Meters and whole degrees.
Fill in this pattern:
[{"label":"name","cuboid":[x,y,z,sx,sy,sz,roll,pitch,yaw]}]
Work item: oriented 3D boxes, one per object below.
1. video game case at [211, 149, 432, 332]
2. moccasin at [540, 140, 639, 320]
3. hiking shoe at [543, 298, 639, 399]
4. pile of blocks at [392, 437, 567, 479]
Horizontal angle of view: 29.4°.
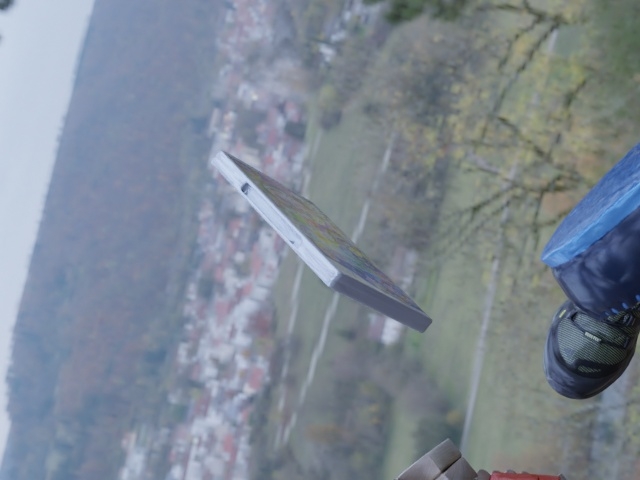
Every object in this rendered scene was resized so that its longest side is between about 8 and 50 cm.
[{"label":"video game case","cuboid":[0.000,0.000,0.656,0.011,0.087,0.122,-52,49,8]},{"label":"moccasin","cuboid":[0.267,-0.055,0.597,0.342,0.117,0.138,-35,2,-12]},{"label":"hiking shoe","cuboid":[0.276,0.042,1.146,0.227,0.086,0.114,-55,-25,-24]},{"label":"pile of blocks","cuboid":[0.200,0.274,1.098,0.112,0.362,0.149,-46,41,32]}]
